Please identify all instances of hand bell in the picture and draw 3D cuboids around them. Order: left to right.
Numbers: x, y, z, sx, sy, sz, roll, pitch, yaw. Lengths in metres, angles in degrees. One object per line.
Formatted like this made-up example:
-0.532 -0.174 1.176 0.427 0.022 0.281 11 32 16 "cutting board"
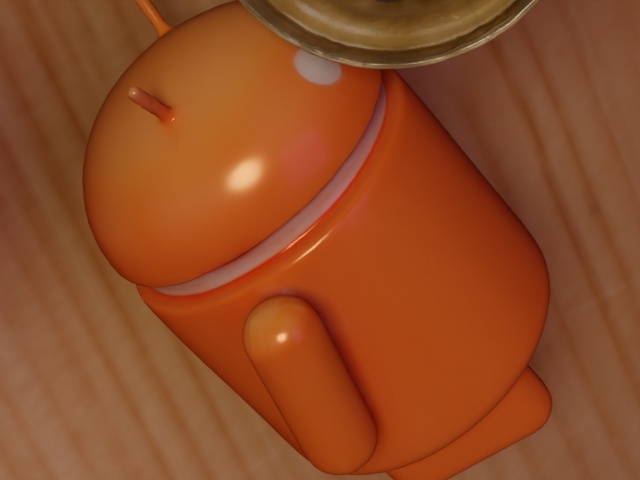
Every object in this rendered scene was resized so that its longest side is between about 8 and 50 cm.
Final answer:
0.044 -0.127 0.611 0.242 0.126 0.126 -26 110 -77 "hand bell"

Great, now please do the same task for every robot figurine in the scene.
0.000 0.001 0.602 0.219 0.128 0.158 47 61 -28 "robot figurine"
